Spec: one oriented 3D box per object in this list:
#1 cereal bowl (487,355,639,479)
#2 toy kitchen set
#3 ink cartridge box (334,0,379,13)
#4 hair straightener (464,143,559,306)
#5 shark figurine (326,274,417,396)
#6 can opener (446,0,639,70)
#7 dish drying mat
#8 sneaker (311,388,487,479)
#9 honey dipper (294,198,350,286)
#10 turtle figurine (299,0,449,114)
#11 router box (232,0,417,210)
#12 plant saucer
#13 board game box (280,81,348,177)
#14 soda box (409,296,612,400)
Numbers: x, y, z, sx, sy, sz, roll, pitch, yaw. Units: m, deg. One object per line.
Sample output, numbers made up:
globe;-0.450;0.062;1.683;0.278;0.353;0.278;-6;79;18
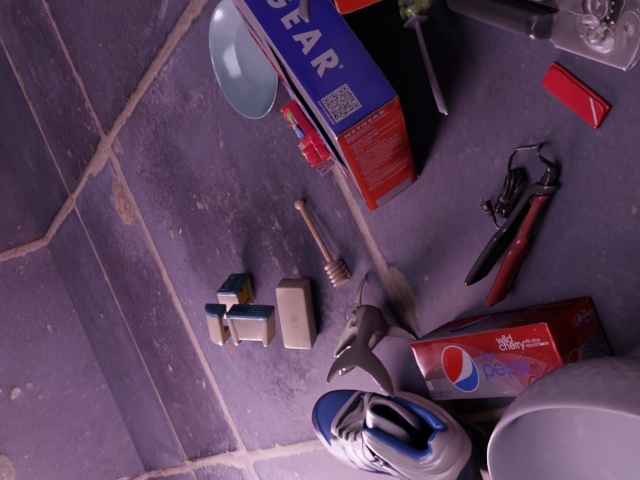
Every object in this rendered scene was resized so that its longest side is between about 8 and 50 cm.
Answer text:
cereal bowl;0.352;0.243;0.858;0.339;0.141;0.339;28;142;24
toy kitchen set;-0.098;0.101;1.547;0.207;0.166;0.122;1;115;16
ink cartridge box;0.090;-0.439;0.736;0.091;0.308;0.385;-38;-71;-84
hair straightener;0.219;-0.027;1.016;0.089;0.047;0.230;45;141;32
shark figurine;0.087;0.142;1.244;0.278;0.116;0.166;107;-176;-86
can opener;0.240;-0.242;0.851;0.283;0.095;0.076;-136;37;-53
dish drying mat;0.272;-0.155;0.900;0.083;0.008;0.032;48;144;28
sneaker;0.087;0.262;1.233;0.323;0.130;0.236;24;155;37
honey dipper;0.000;0.000;1.375;0.161;0.030;0.030;63;148;15
turtle figurine;0.040;-0.317;0.913;0.266;0.197;0.275;53;135;52
router box;-0.011;-0.228;1.058;0.335;0.082;0.301;57;-178;17
plant saucer;-0.113;-0.295;1.353;0.195;0.037;0.195;34;135;42
board game box;-0.021;-0.139;1.105;0.133;0.033;0.169;56;-179;-19
soda box;0.232;0.141;1.064;0.263;0.083;0.092;-20;92;57
